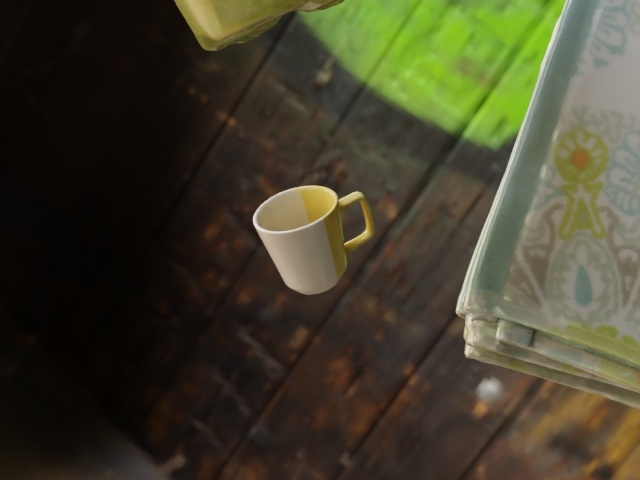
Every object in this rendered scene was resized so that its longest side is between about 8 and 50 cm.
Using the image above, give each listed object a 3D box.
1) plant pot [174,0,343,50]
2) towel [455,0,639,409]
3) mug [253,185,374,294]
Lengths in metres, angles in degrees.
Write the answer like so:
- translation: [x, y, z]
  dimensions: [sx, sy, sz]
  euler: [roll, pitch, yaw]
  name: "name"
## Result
- translation: [-0.054, -0.290, 1.326]
  dimensions: [0.253, 0.276, 0.276]
  euler: [66, 27, -4]
  name: "plant pot"
- translation: [0.305, -0.041, 1.371]
  dimensions: [0.321, 0.374, 0.090]
  euler: [19, -7, 8]
  name: "towel"
- translation: [-0.003, 0.002, 1.269]
  dimensions: [0.062, 0.078, 0.064]
  euler: [-76, 153, -57]
  name: "mug"
